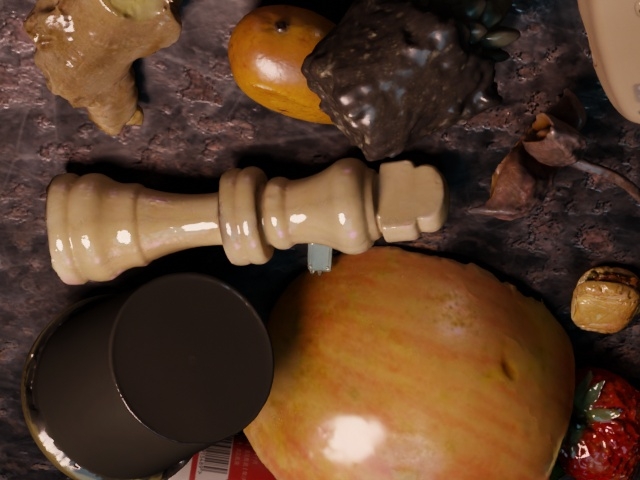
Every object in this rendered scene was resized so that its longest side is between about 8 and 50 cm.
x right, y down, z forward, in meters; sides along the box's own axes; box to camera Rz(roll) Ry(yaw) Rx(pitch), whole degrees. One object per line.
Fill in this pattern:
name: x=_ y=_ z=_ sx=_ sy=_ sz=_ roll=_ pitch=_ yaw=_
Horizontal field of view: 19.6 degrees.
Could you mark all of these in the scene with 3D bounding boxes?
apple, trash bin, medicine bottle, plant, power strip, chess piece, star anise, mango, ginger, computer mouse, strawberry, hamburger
apple: x=0.086 y=0.166 z=1.975 sx=0.309 sy=0.314 sz=0.252 roll=26 pitch=176 yaw=-21
trash bin: x=-0.195 y=0.153 z=1.946 sx=0.214 sy=0.214 sz=0.334 roll=24 pitch=160 yaw=-18
medicine bottle: x=-0.057 y=0.300 z=2.184 sx=0.250 sy=0.131 sz=0.131 roll=9 pitch=138 yaw=-2
plant: x=0.088 y=-0.165 z=1.614 sx=0.194 sy=0.132 sz=0.129 roll=-40 pitch=136 yaw=-3
power strip: x=0.000 y=0.000 z=1.918 sx=0.027 sy=0.017 sz=0.083 roll=6 pitch=121 yaw=4
chess piece: x=-0.069 y=-0.027 z=1.848 sx=0.397 sy=0.117 sz=0.117 roll=-5 pitch=136 yaw=11
star anise: x=0.263 y=-0.033 z=1.777 sx=0.227 sy=0.148 sz=0.218 roll=31 pitch=176 yaw=-10
mango: x=-0.010 y=-0.156 z=1.707 sx=0.165 sy=0.089 sz=0.115 roll=26 pitch=155 yaw=-25
ginger: x=-0.209 y=-0.183 z=1.724 sx=0.137 sy=0.074 sz=0.213 roll=17 pitch=143 yaw=-11
computer mouse: x=0.302 y=-0.198 z=1.624 sx=0.145 sy=0.082 sz=0.236 roll=-10 pitch=137 yaw=17
strawberry: x=0.313 y=0.208 z=2.033 sx=0.148 sy=0.131 sz=0.131 roll=21 pitch=136 yaw=-20
hamburger: x=0.299 y=0.062 z=1.938 sx=0.076 sy=0.044 sz=0.083 roll=13 pitch=136 yaw=-3

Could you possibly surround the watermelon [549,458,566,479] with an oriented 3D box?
watermelon: x=0.222 y=0.285 z=2.198 sx=0.163 sy=0.087 sz=0.069 roll=-40 pitch=83 yaw=37
